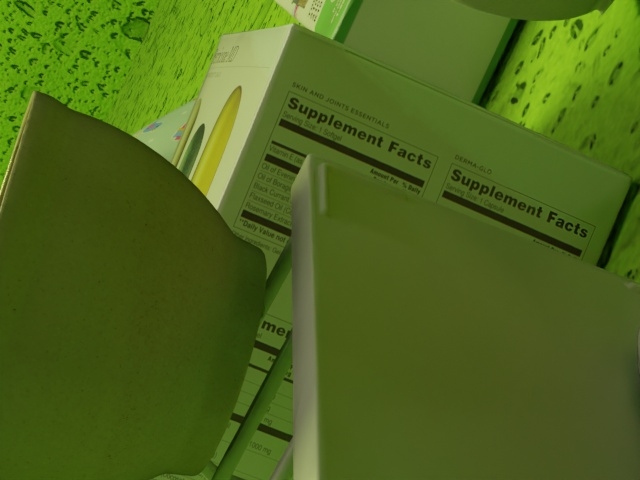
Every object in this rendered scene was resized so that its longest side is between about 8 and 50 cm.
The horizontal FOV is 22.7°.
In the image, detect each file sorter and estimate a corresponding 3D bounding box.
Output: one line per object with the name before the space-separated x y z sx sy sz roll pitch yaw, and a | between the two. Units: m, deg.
file sorter | 0.050 0.136 0.589 0.278 0.192 0.173 -92 26 -58

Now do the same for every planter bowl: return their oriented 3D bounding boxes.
planter bowl | -0.086 0.034 0.633 0.162 0.109 0.162 -163 90 -79

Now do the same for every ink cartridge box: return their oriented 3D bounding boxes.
ink cartridge box | 0.072 -0.226 1.161 0.201 0.117 0.278 -65 15 9

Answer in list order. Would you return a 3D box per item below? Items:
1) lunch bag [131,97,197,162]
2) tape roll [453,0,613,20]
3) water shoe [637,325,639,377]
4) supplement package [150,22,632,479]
lunch bag | -0.132 -0.001 1.264 0.262 0.160 0.223 -17 24 49
tape roll | 0.107 -0.262 0.853 0.169 0.246 0.246 -54 20 42
water shoe | 0.155 0.056 0.532 0.203 0.072 0.080 -103 28 -60
supplement package | 0.000 0.043 0.871 0.263 0.198 0.199 -67 15 0
